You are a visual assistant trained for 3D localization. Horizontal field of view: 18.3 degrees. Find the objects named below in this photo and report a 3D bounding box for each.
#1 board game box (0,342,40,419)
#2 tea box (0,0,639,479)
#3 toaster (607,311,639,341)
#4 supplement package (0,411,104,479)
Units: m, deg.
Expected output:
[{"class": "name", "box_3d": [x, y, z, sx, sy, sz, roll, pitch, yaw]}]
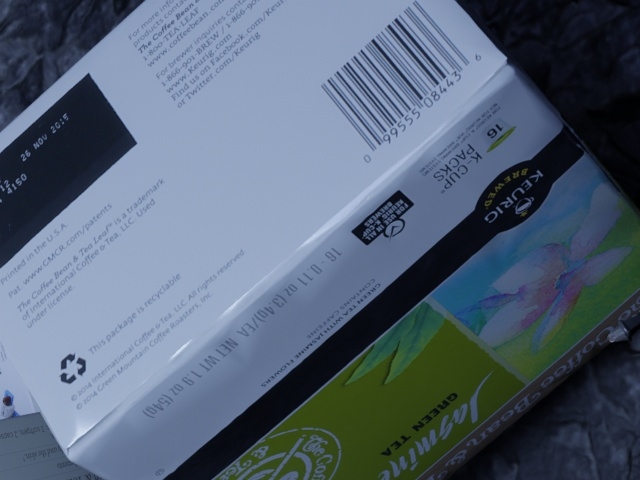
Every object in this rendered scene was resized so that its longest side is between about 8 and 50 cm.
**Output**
[{"class": "board game box", "box_3d": [-0.306, 0.109, 1.611, 0.193, 0.053, 0.305, -29, 71, 24]}, {"class": "tea box", "box_3d": [0.000, 0.000, 1.237, 0.329, 0.323, 0.220, -41, 56, 8]}, {"class": "toaster", "box_3d": [0.278, 0.042, 1.176, 0.185, 0.168, 0.110, -33, 86, 11]}, {"class": "supplement package", "box_3d": [-0.257, 0.272, 1.427, 0.198, 0.199, 0.263, -17, 85, 27]}]
